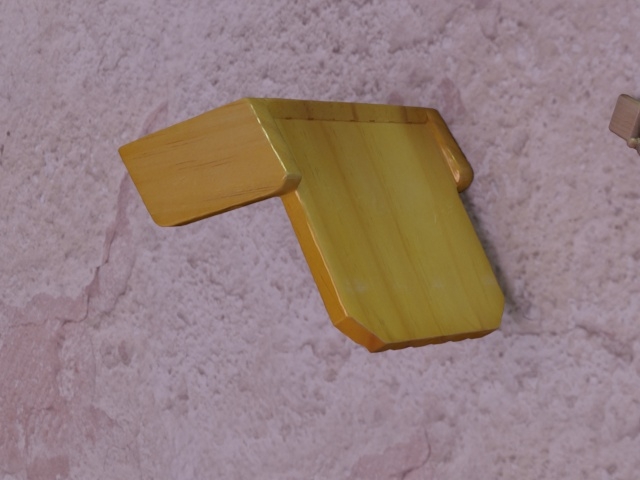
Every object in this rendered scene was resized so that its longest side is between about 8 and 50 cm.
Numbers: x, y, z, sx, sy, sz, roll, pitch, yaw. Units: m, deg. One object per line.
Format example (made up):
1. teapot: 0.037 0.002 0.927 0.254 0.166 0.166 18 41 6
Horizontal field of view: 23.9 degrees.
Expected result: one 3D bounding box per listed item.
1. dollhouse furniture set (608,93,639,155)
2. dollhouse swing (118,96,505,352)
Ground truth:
1. dollhouse furniture set: 0.378 -0.205 1.505 0.355 0.174 0.303 -134 56 -60
2. dollhouse swing: 0.000 0.000 1.819 0.315 0.347 0.305 -17 81 40
